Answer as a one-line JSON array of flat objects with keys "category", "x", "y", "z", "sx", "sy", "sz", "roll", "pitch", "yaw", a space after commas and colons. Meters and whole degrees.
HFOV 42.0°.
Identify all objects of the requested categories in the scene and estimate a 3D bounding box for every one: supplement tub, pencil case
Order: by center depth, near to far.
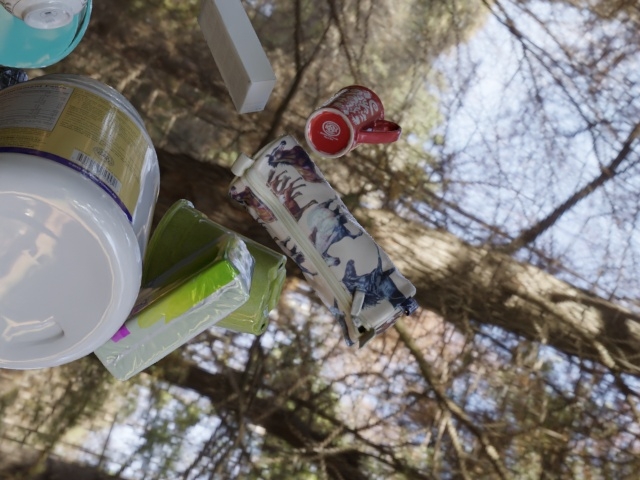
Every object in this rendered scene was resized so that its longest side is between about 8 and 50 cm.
[{"category": "supplement tub", "x": -0.309, "y": -0.041, "z": 0.941, "sx": 0.241, "sy": 0.241, "sz": 0.331, "roll": -55, "pitch": -160, "yaw": 21}, {"category": "pencil case", "x": 0.000, "y": 0.000, "z": 1.521, "sx": 0.160, "sy": 0.410, "sz": 0.183, "roll": -39, "pitch": 180, "yaw": 14}]

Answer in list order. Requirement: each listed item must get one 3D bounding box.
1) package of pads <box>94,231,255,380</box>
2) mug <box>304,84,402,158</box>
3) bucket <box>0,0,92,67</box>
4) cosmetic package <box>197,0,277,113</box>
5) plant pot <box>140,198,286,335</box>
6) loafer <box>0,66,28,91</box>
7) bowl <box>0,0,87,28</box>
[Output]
[{"category": "package of pads", "x": -0.262, "y": 0.115, "z": 1.562, "sx": 0.297, "sy": 0.101, "sz": 0.229, "roll": -32, "pitch": -166, "yaw": 7}, {"category": "mug", "x": 0.057, "y": -0.215, "z": 1.502, "sx": 0.150, "sy": 0.113, "sz": 0.169, "roll": -9, "pitch": -165, "yaw": 23}, {"category": "bucket", "x": -0.591, "y": -0.485, "z": 1.650, "sx": 0.281, "sy": 0.281, "sz": 0.183, "roll": -52, "pitch": -153, "yaw": 25}, {"category": "cosmetic package", "x": -0.163, "y": -0.371, "z": 1.610, "sx": 0.239, "sy": 0.061, "sz": 0.099, "roll": 66, "pitch": -28, "yaw": 20}, {"category": "plant pot", "x": -0.217, "y": 0.081, "z": 1.782, "sx": 0.276, "sy": 0.254, "sz": 0.276, "roll": 19, "pitch": 90, "yaw": -82}, {"category": "loafer", "x": -0.486, "y": -0.235, "z": 1.298, "sx": 0.170, "sy": 0.061, "sz": 0.062, "roll": 124, "pitch": -19, "yaw": -85}, {"category": "bowl", "x": -0.429, "y": -0.381, "z": 1.298, "sx": 0.170, "sy": 0.170, "sz": 0.080, "roll": -24, "pitch": -105, "yaw": 54}]
